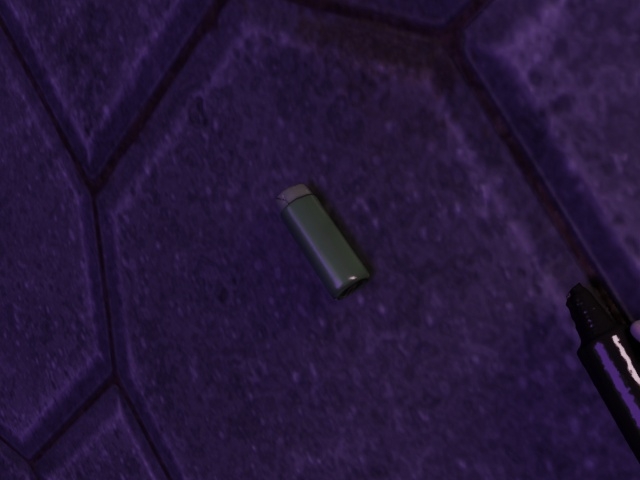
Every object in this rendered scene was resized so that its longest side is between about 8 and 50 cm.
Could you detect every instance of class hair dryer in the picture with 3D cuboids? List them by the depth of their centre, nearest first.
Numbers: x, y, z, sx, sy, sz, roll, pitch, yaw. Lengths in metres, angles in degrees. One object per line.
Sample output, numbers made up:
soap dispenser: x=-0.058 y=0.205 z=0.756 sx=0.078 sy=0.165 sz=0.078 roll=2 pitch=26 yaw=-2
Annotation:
hair dryer: x=0.185 y=0.140 z=0.630 sx=0.248 sy=0.070 sz=0.114 roll=60 pitch=143 yaw=16

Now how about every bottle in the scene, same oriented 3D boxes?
bottle: x=0.000 y=0.000 z=0.815 sx=0.083 sy=0.030 sz=0.030 roll=56 pitch=142 yaw=16

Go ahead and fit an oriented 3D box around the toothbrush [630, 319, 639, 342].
toothbrush: x=0.271 y=0.099 z=0.530 sx=0.307 sy=0.025 sz=0.029 roll=29 pitch=121 yaw=40
